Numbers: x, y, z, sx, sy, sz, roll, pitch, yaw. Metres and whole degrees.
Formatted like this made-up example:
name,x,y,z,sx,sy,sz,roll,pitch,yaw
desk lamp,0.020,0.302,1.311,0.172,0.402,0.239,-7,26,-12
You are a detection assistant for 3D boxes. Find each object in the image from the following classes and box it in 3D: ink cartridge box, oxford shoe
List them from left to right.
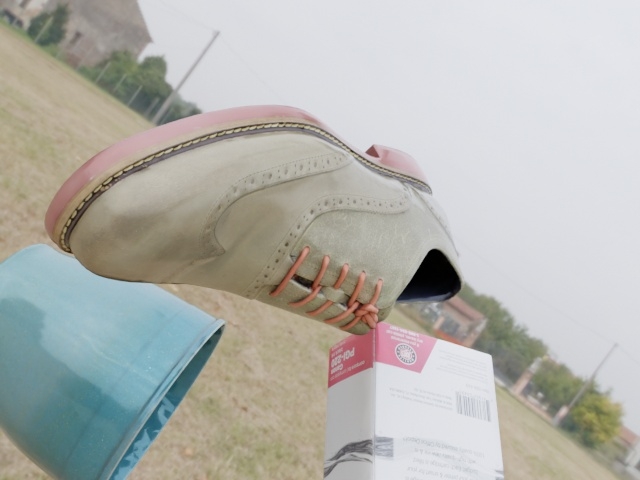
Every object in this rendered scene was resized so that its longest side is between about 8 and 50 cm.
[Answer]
name,x,y,z,sx,sy,sz,roll,pitch,yaw
oxford shoe,0.000,0.000,0.415,0.348,0.123,0.130,-4,56,-48
ink cartridge box,0.089,0.208,0.581,0.158,0.218,0.092,20,-37,-25

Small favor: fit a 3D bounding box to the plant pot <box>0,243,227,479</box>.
name,x,y,z,sx,sy,sz,roll,pitch,yaw
plant pot,-0.299,0.146,0.760,0.255,0.272,0.271,33,1,1
